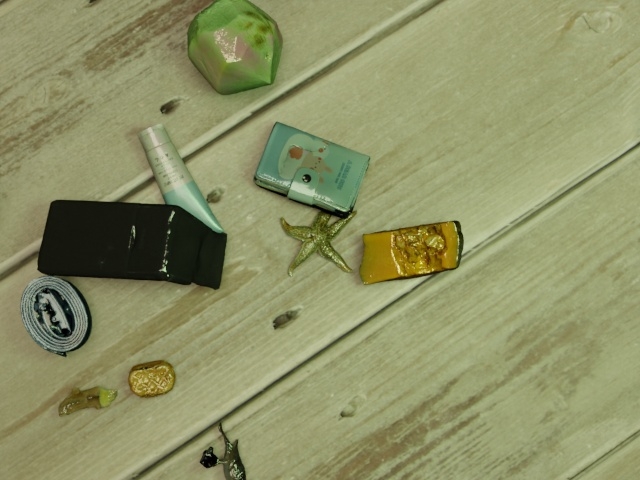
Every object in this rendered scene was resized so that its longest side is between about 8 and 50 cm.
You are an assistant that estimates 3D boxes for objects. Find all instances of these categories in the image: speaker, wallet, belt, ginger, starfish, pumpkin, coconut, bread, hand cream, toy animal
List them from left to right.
[{"bbox_3d":[-0.613,0.176,1.900,0.141,0.082,0.190,-29,85,-7],"label":"belt"},{"bbox_3d":[-0.546,0.372,1.905,0.137,0.044,0.057,-13,103,-2],"label":"ginger"},{"bbox_3d":[-0.434,0.019,1.886,0.388,0.184,0.180,3,75,17],"label":"speaker"},{"bbox_3d":[-0.395,0.326,1.913,0.111,0.044,0.083,-9,86,-5],"label":"bread"},{"bbox_3d":[-0.339,-0.127,1.959,0.111,0.070,0.312,-24,94,-6],"label":"hand cream"},{"bbox_3d":[-0.203,0.530,1.890,0.105,0.070,0.202,-38,83,-24],"label":"toy animal"},{"bbox_3d":[-0.195,-0.448,1.918,0.236,0.236,0.204,43,119,2],"label":"coconut"},{"bbox_3d":[-0.020,-0.168,1.954,0.250,0.075,0.176,20,70,0],"label":"wallet"},{"bbox_3d":[0.000,0.000,1.963,0.217,0.050,0.223,40,89,-6],"label":"starfish"},{"bbox_3d":[0.221,0.027,1.933,0.248,0.126,0.131,-6,93,16],"label":"pumpkin"}]
